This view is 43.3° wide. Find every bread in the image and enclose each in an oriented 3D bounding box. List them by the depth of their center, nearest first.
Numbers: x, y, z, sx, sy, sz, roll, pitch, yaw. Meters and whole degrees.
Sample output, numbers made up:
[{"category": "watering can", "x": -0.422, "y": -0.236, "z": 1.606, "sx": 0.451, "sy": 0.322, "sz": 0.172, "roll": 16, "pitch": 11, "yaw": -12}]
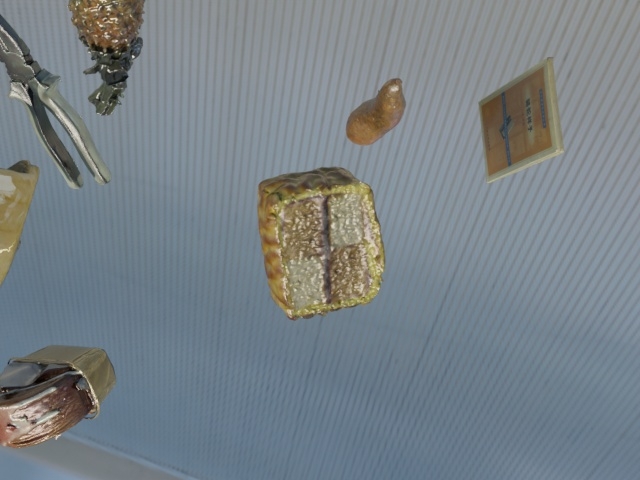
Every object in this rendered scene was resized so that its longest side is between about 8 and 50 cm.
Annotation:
[{"category": "bread", "x": 0.000, "y": 0.000, "z": 1.196, "sx": 0.181, "sy": 0.096, "sz": 0.222, "roll": -17, "pitch": 118, "yaw": -18}, {"category": "bread", "x": -0.497, "y": 0.282, "z": 1.462, "sx": 0.224, "sy": 0.212, "sz": 0.142, "roll": -2, "pitch": 117, "yaw": 34}]

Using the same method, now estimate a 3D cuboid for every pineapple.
[{"category": "pineapple", "x": -0.403, "y": -0.375, "z": 1.525, "sx": 0.141, "sy": 0.170, "sz": 0.310, "roll": -6, "pitch": 141, "yaw": -18}]

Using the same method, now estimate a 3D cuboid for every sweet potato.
[{"category": "sweet potato", "x": 0.138, "y": -0.292, "z": 1.818, "sx": 0.097, "sy": 0.097, "sz": 0.292, "roll": 31, "pitch": 157, "yaw": -9}]

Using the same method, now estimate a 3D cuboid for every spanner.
[{"category": "spanner", "x": -0.446, "y": -0.220, "z": 1.304, "sx": 0.095, "sy": 0.040, "sz": 0.325, "roll": -8, "pitch": 125, "yaw": 24}]

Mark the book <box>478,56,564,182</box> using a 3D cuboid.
[{"category": "book", "x": 0.360, "y": -0.212, "z": 1.474, "sx": 0.018, "sy": 0.170, "sz": 0.241, "roll": -1, "pitch": 171, "yaw": -18}]

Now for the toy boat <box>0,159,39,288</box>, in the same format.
[{"category": "toy boat", "x": -0.184, "y": 0.024, "z": 0.335, "sx": 0.057, "sy": 0.077, "sz": 0.200, "roll": 11, "pitch": 135, "yaw": -44}]
